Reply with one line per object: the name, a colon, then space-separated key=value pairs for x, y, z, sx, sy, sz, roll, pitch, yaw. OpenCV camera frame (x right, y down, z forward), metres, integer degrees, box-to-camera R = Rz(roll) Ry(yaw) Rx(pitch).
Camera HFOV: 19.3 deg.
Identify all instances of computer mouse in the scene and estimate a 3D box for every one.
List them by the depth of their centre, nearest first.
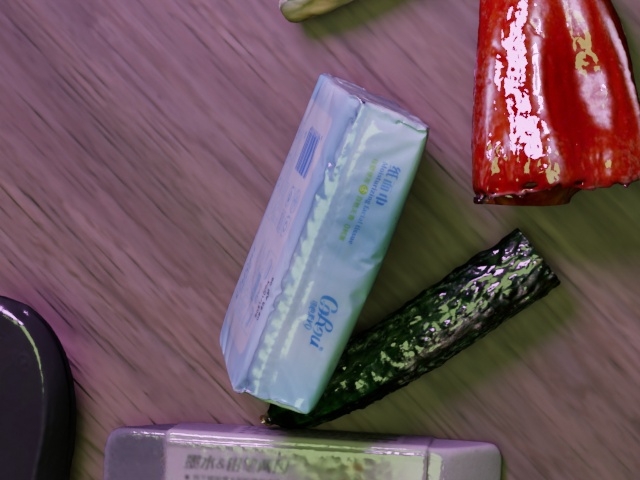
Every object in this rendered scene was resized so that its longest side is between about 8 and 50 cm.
computer mouse: x=-0.289 y=0.171 z=1.707 sx=0.138 sy=0.086 sz=0.269 roll=15 pitch=106 yaw=17

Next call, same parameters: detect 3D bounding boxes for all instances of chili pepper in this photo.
chili pepper: x=0.198 y=-0.154 z=1.584 sx=0.144 sy=0.136 sz=0.252 roll=-5 pitch=86 yaw=40

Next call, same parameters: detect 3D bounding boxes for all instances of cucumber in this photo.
cucumber: x=0.073 y=0.092 z=1.647 sx=0.293 sy=0.067 sz=0.067 roll=-34 pitch=89 yaw=12

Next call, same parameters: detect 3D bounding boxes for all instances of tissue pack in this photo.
tissue pack: x=0.000 y=0.000 z=1.595 sx=0.089 sy=0.177 sz=0.263 roll=18 pitch=99 yaw=-11

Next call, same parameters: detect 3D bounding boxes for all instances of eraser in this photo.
eraser: x=-0.018 y=0.213 z=1.677 sx=0.352 sy=0.061 sz=0.089 roll=3 pitch=97 yaw=10

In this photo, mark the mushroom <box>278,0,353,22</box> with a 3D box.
mushroom: x=0.096 y=-0.298 z=1.589 sx=0.333 sy=0.087 sz=0.107 roll=-28 pitch=122 yaw=13
